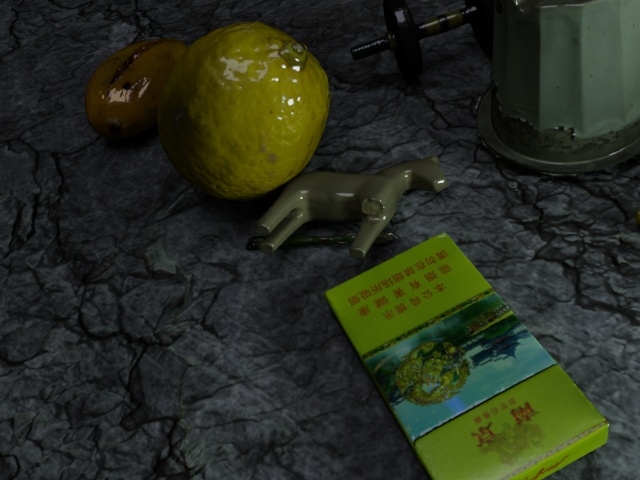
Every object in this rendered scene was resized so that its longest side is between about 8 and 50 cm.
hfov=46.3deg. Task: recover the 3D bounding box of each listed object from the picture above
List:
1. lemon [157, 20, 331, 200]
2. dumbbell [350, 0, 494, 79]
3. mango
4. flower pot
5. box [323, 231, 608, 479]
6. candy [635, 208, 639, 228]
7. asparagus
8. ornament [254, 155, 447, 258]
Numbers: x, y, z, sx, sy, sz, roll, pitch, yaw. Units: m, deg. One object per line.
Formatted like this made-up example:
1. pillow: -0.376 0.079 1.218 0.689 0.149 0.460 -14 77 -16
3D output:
1. lemon: -0.113 -0.195 1.122 0.253 0.310 0.253 18 51 -23
2. dumbbell: 0.207 -0.367 1.268 0.325 0.143 0.143 -17 45 3
3. mango: -0.338 -0.307 1.421 0.177 0.120 0.295 6 50 22
4. flower pot: 0.343 -0.269 1.045 0.290 0.259 0.290 -11 46 12
5. box: 0.152 0.140 0.876 0.187 0.047 0.335 -26 46 -6
6. candy: 0.445 -0.051 0.969 0.123 0.035 0.035 -39 2 -33
7. asparagus: 0.000 0.000 1.082 0.232 0.022 0.023 -2 5 18
8. ornament: 0.057 -0.061 1.080 0.230 0.061 0.245 4 36 26
